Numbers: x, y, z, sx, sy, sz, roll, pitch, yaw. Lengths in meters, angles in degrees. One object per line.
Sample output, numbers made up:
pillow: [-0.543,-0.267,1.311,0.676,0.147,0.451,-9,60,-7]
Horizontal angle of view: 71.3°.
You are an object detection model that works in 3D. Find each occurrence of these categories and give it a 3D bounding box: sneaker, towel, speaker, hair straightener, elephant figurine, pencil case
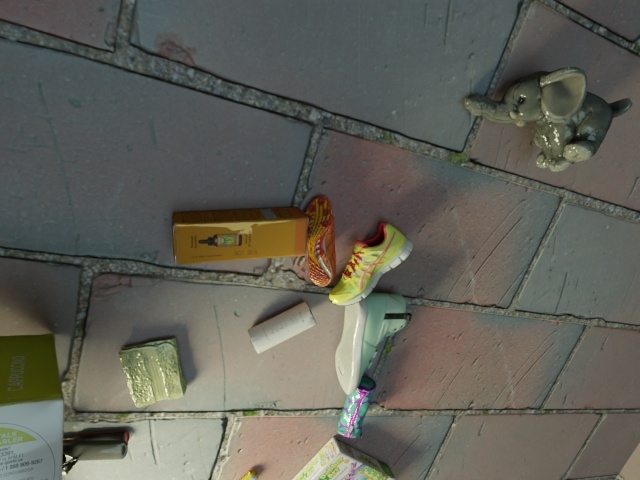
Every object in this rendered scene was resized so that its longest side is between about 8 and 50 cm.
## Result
sneaker: [0.000,0.000,0.872,0.064,0.067,0.175,3,101,14]
towel: [-0.328,0.262,0.877,0.109,0.027,0.148,-10,116,-16]
sneaker: [0.087,0.044,0.915,0.208,0.081,0.094,-44,113,-4]
speaker: [-0.080,0.179,0.919,0.136,0.055,0.055,-26,120,-8]
hair straightener: [-0.488,0.400,0.847,0.230,0.089,0.047,11,91,-22]
elephant figurine: [0.440,-0.265,0.868,0.239,0.169,0.186,43,64,-15]
sneaker: [0.123,0.233,1.000,0.150,0.094,0.256,-2,115,-24]
pencil case: [0.087,0.402,1.077,0.064,0.070,0.152,14,108,0]

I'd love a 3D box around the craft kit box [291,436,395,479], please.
craft kit box: [0.038,0.667,1.191,0.246,0.061,0.250,39,95,-28]

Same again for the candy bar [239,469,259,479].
candy bar: [-0.217,0.619,1.090,0.161,0.018,0.040,-41,124,0]

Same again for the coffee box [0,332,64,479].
coffee box: [-0.529,0.326,0.570,0.337,0.337,0.335,2,91,-33]

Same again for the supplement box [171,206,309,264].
supplement box: [-0.142,-0.012,0.795,0.233,0.080,0.078,-4,114,-21]
